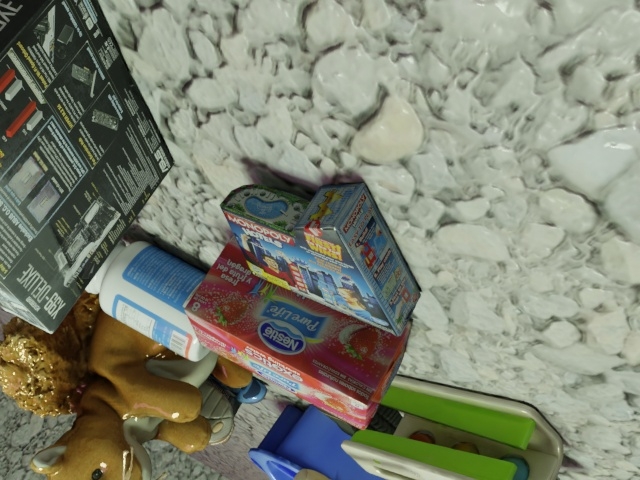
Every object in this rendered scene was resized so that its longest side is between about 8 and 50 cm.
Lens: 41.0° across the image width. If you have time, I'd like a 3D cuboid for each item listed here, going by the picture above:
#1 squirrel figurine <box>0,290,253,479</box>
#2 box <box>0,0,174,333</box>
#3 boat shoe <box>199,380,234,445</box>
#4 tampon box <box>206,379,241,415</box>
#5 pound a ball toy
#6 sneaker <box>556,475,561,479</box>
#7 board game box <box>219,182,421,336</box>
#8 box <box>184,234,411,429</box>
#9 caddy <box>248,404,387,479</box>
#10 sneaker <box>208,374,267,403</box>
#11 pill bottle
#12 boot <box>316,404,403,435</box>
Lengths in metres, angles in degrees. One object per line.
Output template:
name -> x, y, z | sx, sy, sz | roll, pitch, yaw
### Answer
squirrel figurine -> -0.372, 0.261, 1.481 | 0.397, 0.370, 0.281 | 25, 157, 15
box -> -0.274, -0.081, 0.829 | 0.077, 0.242, 0.307 | 23, 157, 20
boat shoe -> -0.289, 0.287, 1.686 | 0.324, 0.123, 0.116 | 44, 163, 26
tampon box -> -0.255, 0.320, 1.804 | 0.161, 0.101, 0.120 | 25, 157, 14
pound a ball toy -> 0.142, 0.314, 1.164 | 0.319, 0.208, 0.135 | 2, 144, 48
sneaker -> 0.276, 0.351, 1.245 | 0.121, 0.099, 0.262 | 33, 166, -23
board game box -> 0.000, 0.000, 0.889 | 0.194, 0.060, 0.194 | 22, 154, 22
box -> -0.027, 0.117, 1.080 | 0.257, 0.122, 0.128 | 26, 158, 12
caddy -> 0.022, 0.467, 1.666 | 0.341, 0.179, 0.241 | 37, 157, -14
sneaker -> -0.172, 0.272, 1.670 | 0.144, 0.053, 0.059 | 21, 153, 22
pill bottle -> -0.247, 0.076, 1.269 | 0.222, 0.124, 0.124 | 28, 157, 9
boot -> 0.085, 0.304, 1.396 | 0.198, 0.077, 0.137 | 31, 162, 39
